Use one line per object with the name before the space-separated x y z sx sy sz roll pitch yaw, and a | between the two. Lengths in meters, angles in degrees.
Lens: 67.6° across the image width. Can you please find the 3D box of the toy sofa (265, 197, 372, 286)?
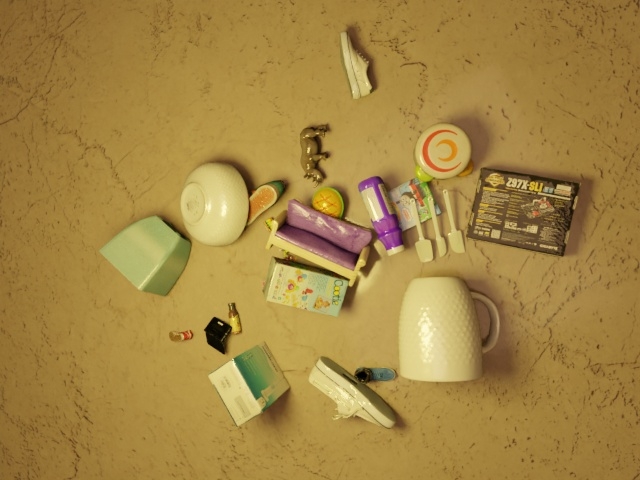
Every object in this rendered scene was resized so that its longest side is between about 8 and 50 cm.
toy sofa | 0.000 0.000 1.735 0.362 0.150 0.177 24 114 4

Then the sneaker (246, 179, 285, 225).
sneaker | -0.254 -0.146 1.905 0.302 0.121 0.108 -26 99 34

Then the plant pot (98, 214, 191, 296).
plant pot | -0.680 0.046 1.954 0.247 0.248 0.252 40 85 12

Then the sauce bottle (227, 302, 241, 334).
sauce bottle | -0.356 0.320 1.961 0.042 0.042 0.128 -11 89 15

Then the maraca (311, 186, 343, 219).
maraca | 0.027 -0.113 1.823 0.127 0.099 0.186 10 111 20

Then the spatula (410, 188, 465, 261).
spatula | 0.414 -0.051 1.724 0.168 0.019 0.242 -14 101 13

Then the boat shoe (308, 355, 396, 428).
boat shoe | 0.101 0.608 1.790 0.367 0.136 0.157 34 99 16

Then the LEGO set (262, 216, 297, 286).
LEGO set | -0.171 0.050 1.873 0.132 0.107 0.287 -2 90 16

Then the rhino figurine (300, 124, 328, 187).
rhino figurine | -0.027 -0.325 1.847 0.106 0.073 0.244 -1 92 12

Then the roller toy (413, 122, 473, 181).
roller toy | 0.428 -0.311 1.681 0.209 0.146 0.191 -8 94 7

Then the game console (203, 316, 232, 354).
game console | -0.419 0.392 1.974 0.122 0.071 0.107 19 66 37

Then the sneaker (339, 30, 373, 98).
sneaker | 0.134 -0.662 1.799 0.091 0.094 0.258 -14 91 -3

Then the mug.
mug | 0.449 0.292 1.643 0.373 0.276 0.329 1 83 -14

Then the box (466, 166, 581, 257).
box | 0.690 -0.098 1.647 0.321 0.079 0.257 12 92 15

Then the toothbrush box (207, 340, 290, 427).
toothbrush box | -0.260 0.531 1.807 0.126 0.295 0.216 -34 83 15

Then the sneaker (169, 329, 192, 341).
sneaker | -0.593 0.404 2.035 0.118 0.067 0.042 -3 93 46

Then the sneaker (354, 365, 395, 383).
sneaker | 0.201 0.505 1.785 0.152 0.084 0.058 4 92 15

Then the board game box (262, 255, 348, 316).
board game box | -0.058 0.169 1.767 0.275 0.142 0.145 16 95 -14

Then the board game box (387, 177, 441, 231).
board game box | 0.316 -0.125 1.770 0.211 0.039 0.160 -27 84 15

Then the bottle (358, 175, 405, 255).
bottle | 0.224 -0.087 1.716 0.092 0.118 0.283 -22 86 17

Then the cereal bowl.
cereal bowl | -0.442 -0.141 1.870 0.338 0.141 0.339 3 95 38
